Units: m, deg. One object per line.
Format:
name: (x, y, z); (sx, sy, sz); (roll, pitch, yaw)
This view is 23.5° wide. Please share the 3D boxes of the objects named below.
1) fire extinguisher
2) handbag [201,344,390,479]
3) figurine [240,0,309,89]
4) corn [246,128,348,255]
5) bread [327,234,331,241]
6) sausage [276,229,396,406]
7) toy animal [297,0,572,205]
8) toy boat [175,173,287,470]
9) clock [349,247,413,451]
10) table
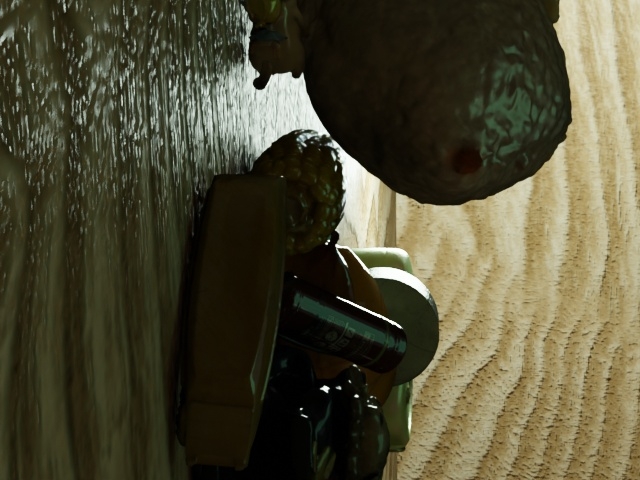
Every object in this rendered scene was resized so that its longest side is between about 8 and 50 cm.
fire extinguisher: (-0.002, 0.059, 1.151); (0.158, 0.064, 0.043); (26, 43, -39)
handbag: (-0.010, 0.243, 1.069); (0.303, 0.121, 0.329); (-6, 96, -84)
figurine: (-0.037, -0.154, 1.124); (0.050, 0.047, 0.083); (-39, 126, -69)
corn: (-0.014, -0.044, 1.164); (0.231, 0.080, 0.080); (-65, 155, -77)
bread: (0.000, -0.005, 1.541); (0.112, 0.036, 0.193); (-81, 170, -62)
sausage: (0.010, 0.071, 1.307); (0.328, 0.112, 0.112); (75, 17, -67)
toy animal: (0.093, -0.143, 1.206); (0.188, 0.226, 0.358); (-56, -153, 30)
toy boat: (-0.052, 0.045, 0.926); (0.077, 0.057, 0.201); (94, 1, -56)
clock: (0.074, 0.161, 2.000); (0.308, 0.096, 0.235); (78, 13, -67)
table: (0.070, 0.100, 1.764); (0.043, 0.133, 0.133); (-74, 164, -73)
